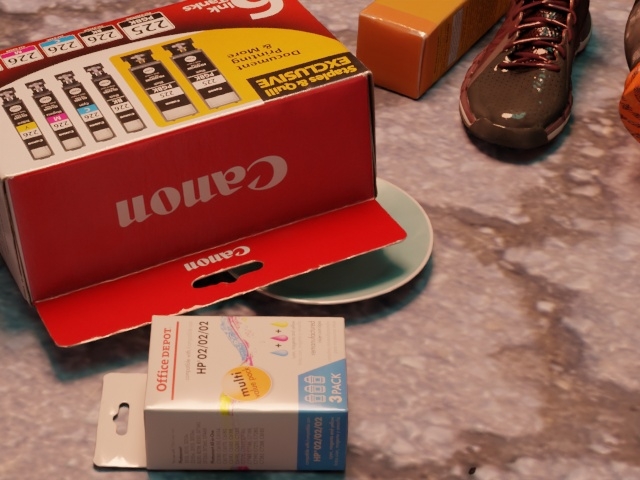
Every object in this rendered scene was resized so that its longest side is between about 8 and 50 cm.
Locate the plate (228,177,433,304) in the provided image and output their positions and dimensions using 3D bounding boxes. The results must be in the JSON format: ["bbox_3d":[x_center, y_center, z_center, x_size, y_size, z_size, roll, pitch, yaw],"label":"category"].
[{"bbox_3d":[0.000,0.000,1.374,0.188,0.024,0.188,1,38,-1],"label":"plate"}]

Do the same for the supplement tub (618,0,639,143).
[{"bbox_3d":[0.400,-0.232,1.466,0.207,0.207,0.338,19,71,20],"label":"supplement tub"}]

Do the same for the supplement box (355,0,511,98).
[{"bbox_3d":[0.123,-0.232,1.640,0.078,0.080,0.233,22,43,23],"label":"supplement box"}]

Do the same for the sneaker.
[{"bbox_3d":[0.200,-0.217,1.552,0.106,0.163,0.281,11,38,11],"label":"sneaker"}]

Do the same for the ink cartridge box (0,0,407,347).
[{"bbox_3d":[-0.119,-0.073,1.343,0.309,0.130,0.272,-18,38,-18],"label":"ink cartridge box"}]

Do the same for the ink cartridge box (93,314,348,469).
[{"bbox_3d":[-0.072,0.109,1.196,0.181,0.062,0.104,0,37,-2],"label":"ink cartridge box"}]
